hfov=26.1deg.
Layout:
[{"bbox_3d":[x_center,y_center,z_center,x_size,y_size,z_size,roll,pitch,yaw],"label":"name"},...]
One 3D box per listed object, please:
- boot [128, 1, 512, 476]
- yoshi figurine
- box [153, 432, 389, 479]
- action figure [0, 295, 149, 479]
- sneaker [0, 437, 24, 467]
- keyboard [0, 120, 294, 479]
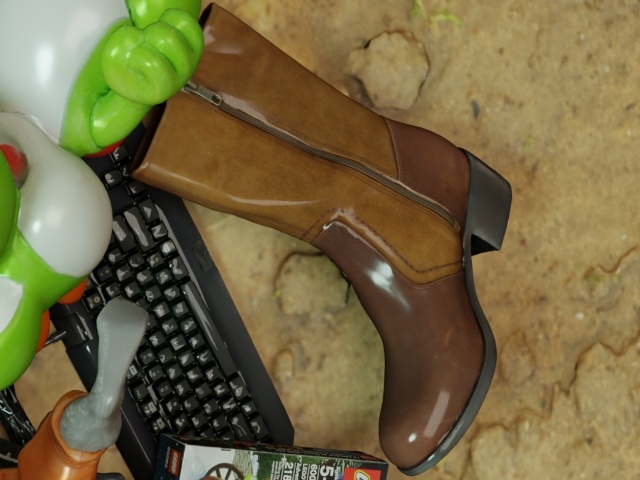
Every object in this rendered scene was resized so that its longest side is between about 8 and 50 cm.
[{"bbox_3d":[0.000,0.000,0.959,0.280,0.096,0.264,27,66,-25],"label":"boot"},{"bbox_3d":[-0.180,-0.097,0.811,0.203,0.203,0.362,22,73,-21],"label":"yoshi figurine"},{"bbox_3d":[-0.048,0.255,0.941,0.159,0.044,0.233,10,89,-28],"label":"box"},{"bbox_3d":[-0.242,0.183,0.756,0.341,0.178,0.330,-7,128,-15],"label":"action figure"},{"bbox_3d":[-0.236,0.136,0.876,0.109,0.040,0.043,33,115,-7],"label":"sneaker"},{"bbox_3d":[-0.155,0.053,0.930,0.201,0.033,0.317,-31,99,-26],"label":"keyboard"}]
